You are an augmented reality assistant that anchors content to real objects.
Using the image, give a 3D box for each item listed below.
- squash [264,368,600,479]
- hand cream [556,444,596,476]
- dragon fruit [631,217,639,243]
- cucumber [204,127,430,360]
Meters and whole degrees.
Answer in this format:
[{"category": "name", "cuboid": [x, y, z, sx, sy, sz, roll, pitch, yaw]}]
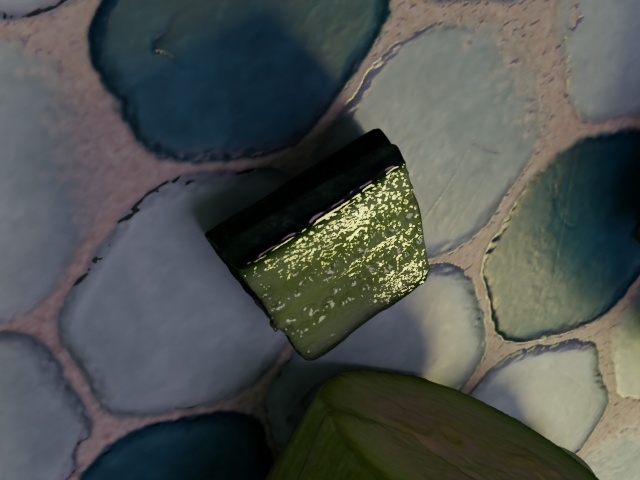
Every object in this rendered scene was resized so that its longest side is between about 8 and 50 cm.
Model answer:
[{"category": "squash", "cuboid": [0.024, 0.256, 0.971, 0.233, 0.210, 0.309, 19, 106, -31]}, {"category": "hand cream", "cuboid": [0.192, 0.261, 1.194, 0.147, 0.093, 0.306, -40, 141, -12]}, {"category": "dragon fruit", "cuboid": [0.268, -0.035, 0.987, 0.175, 0.142, 0.138, -43, 179, 31]}, {"category": "cucumber", "cuboid": [0.000, 0.000, 0.847, 0.115, 0.062, 0.116, -32, 145, -11]}]
